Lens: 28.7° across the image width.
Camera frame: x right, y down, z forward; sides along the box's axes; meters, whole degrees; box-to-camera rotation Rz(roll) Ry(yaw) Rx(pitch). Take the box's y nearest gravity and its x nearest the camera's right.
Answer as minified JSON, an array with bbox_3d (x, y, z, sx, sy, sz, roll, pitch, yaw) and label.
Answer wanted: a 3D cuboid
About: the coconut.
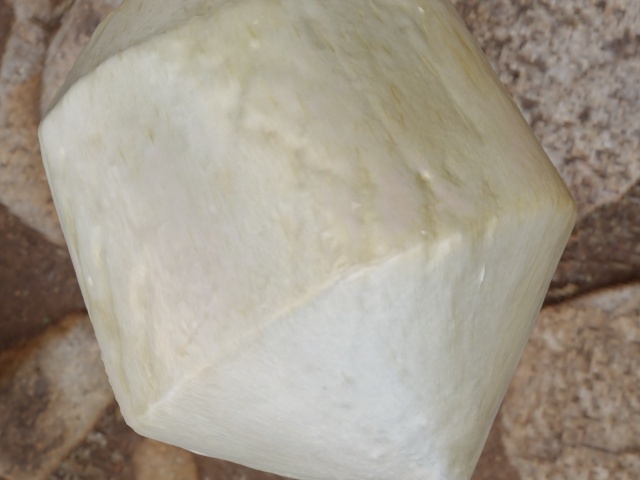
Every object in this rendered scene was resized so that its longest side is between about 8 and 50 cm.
[{"bbox_3d":[0.000,0.000,0.707,0.328,0.329,0.329,16,150,9],"label":"coconut"}]
